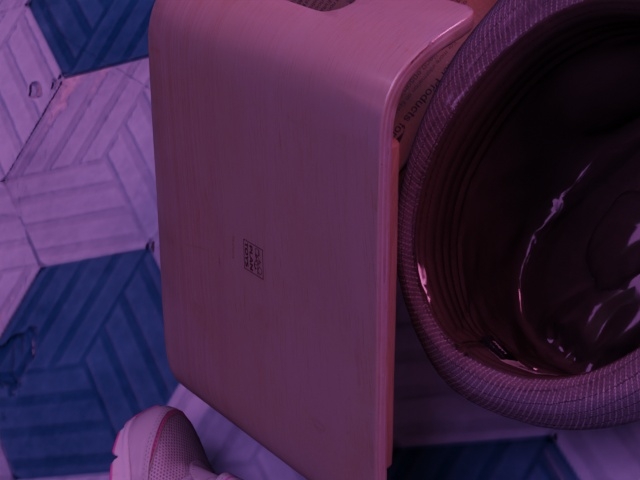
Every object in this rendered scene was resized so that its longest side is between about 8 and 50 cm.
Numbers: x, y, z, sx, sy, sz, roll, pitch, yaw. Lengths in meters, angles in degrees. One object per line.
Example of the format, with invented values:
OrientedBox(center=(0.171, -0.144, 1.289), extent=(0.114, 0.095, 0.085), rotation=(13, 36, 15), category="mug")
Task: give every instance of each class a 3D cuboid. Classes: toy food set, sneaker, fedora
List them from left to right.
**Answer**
OrientedBox(center=(-0.036, 0.195, 0.807), extent=(0.111, 0.103, 0.252), rotation=(-38, 62, 7), category="sneaker")
OrientedBox(center=(0.000, 0.000, 0.763), extent=(0.219, 0.092, 0.306), rotation=(28, 127, 47), category="toy food set")
OrientedBox(center=(0.171, -0.023, 0.748), extent=(0.243, 0.124, 0.275), rotation=(32, 99, 39), category="fedora")

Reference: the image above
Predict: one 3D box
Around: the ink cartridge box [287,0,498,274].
OrientedBox(center=(0.052, -0.126, 0.888), extent=(0.235, 0.088, 0.193), rotation=(-49, 56, 3), category="ink cartridge box")
